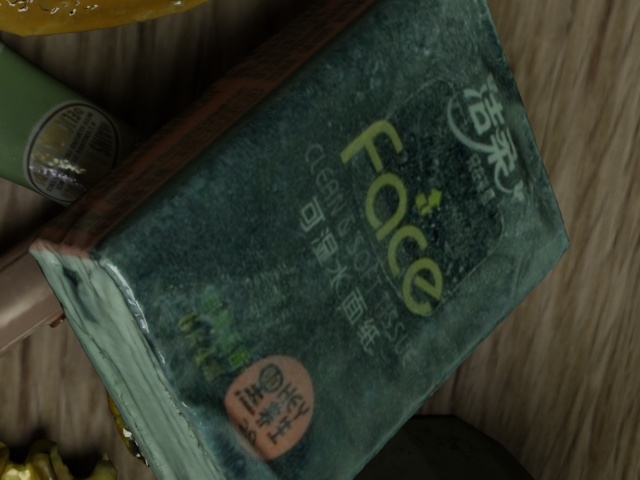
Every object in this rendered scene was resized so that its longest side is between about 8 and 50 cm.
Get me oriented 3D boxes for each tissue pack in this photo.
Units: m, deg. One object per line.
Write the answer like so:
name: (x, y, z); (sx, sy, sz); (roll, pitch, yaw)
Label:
tissue pack: (0.000, 0.000, 1.015); (0.316, 0.103, 0.228); (-44, 125, -31)

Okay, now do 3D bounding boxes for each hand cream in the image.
hand cream: (-0.170, -0.064, 1.007); (0.235, 0.055, 0.086); (30, 87, -14)

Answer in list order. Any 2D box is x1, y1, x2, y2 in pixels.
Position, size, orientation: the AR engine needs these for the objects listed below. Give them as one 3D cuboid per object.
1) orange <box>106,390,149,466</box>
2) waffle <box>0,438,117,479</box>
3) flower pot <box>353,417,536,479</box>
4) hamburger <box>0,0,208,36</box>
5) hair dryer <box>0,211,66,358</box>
orange: (-0.064, 0.080, 1.120); (0.160, 0.112, 0.170); (-48, 146, -4)
waffle: (-0.204, 0.272, 1.167); (0.309, 0.065, 0.283); (33, 96, -19)
flower pot: (0.105, 0.272, 1.202); (0.290, 0.259, 0.290); (-10, 121, -16)
hamburger: (-0.128, -0.215, 0.935); (0.214, 0.108, 0.213); (-11, 127, -15)
hair dryer: (-0.186, 0.054, 1.058); (0.344, 0.107, 0.189); (-35, 105, -11)
